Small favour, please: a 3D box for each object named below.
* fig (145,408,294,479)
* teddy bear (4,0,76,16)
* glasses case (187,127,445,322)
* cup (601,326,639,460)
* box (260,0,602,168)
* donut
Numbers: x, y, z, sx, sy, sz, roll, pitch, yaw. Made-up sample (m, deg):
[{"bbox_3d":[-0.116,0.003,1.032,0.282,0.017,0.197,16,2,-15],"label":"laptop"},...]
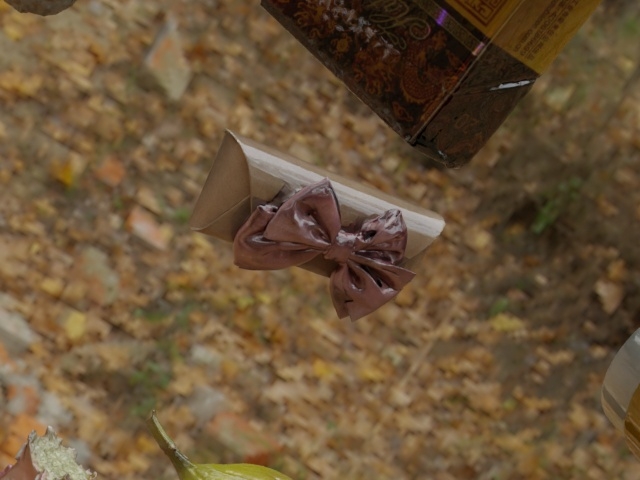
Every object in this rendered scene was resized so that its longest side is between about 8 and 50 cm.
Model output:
[{"bbox_3d":[-0.110,0.293,1.783,0.257,0.159,0.159,48,20,4],"label":"fig"},{"bbox_3d":[-0.131,-0.281,1.092,0.151,0.267,0.236,120,-51,-70],"label":"teddy bear"},{"bbox_3d":[0.000,0.000,1.157,0.193,0.102,0.070,21,3,-29],"label":"glasses case"},{"bbox_3d":[0.395,0.156,1.400,0.226,0.241,0.185,46,-6,43],"label":"cup"},{"bbox_3d":[0.156,-0.303,1.491,0.264,0.415,0.116,46,15,34],"label":"box"},{"bbox_3d":[-0.247,0.197,1.149,0.065,0.117,0.166,41,14,31],"label":"donut"}]
